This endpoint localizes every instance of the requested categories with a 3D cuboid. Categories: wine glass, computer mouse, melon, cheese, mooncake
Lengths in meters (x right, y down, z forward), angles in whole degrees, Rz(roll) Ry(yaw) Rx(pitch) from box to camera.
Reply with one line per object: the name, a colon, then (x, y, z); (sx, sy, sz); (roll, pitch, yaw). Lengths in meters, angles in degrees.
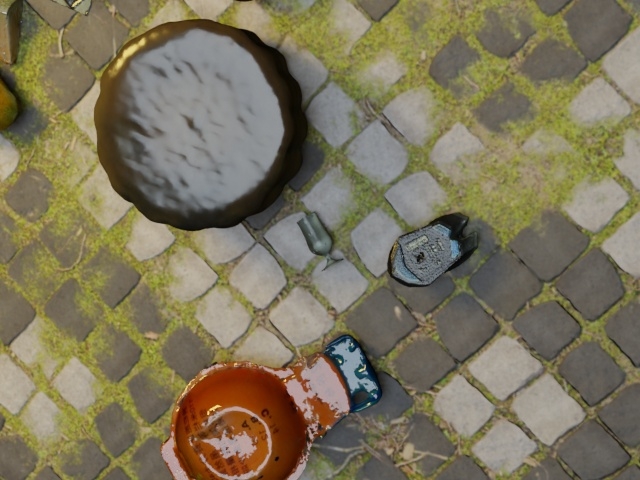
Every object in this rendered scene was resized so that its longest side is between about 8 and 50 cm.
wine glass: (0.000, 0.000, 1.776); (0.039, 0.042, 0.083); (-27, 89, -12)
computer mouse: (0.153, 0.014, 1.736); (0.135, 0.047, 0.079); (-32, 84, 6)
melon: (-0.528, -0.329, 1.864); (0.182, 0.054, 0.098); (18, 118, 12)
cheese: (-0.073, 0.253, 1.794); (0.329, 0.129, 0.217); (-30, 87, 5)
mooncake: (-0.159, -0.157, 1.729); (0.290, 0.161, 0.290); (2, 100, 12)

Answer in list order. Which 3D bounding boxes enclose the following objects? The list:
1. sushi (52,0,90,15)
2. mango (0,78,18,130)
sushi: (-0.418, -0.506, 1.793); (0.292, 0.059, 0.294); (27, 105, 9)
mango: (-0.525, -0.219, 1.854); (0.115, 0.089, 0.165); (-40, 99, 15)
